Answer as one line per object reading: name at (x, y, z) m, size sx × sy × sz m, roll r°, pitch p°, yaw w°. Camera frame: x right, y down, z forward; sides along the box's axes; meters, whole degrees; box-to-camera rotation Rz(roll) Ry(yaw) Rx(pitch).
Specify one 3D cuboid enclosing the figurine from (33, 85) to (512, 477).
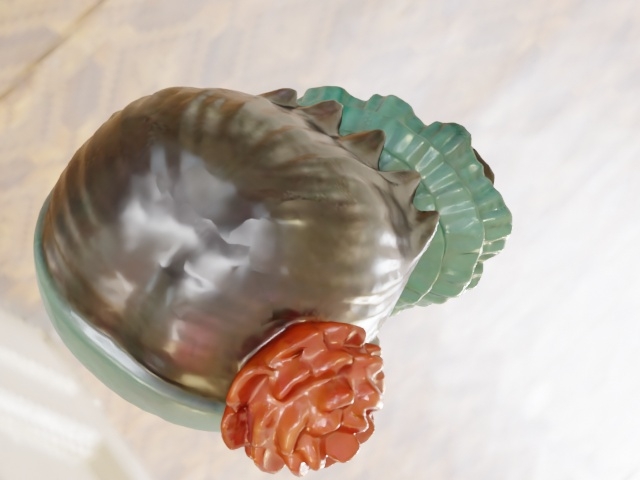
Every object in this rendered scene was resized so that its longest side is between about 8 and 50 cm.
figurine at (0.000, 0.000, 0.670) m, size 0.245 × 0.138 × 0.110 m, roll -24°, pitch 135°, yaw -64°
